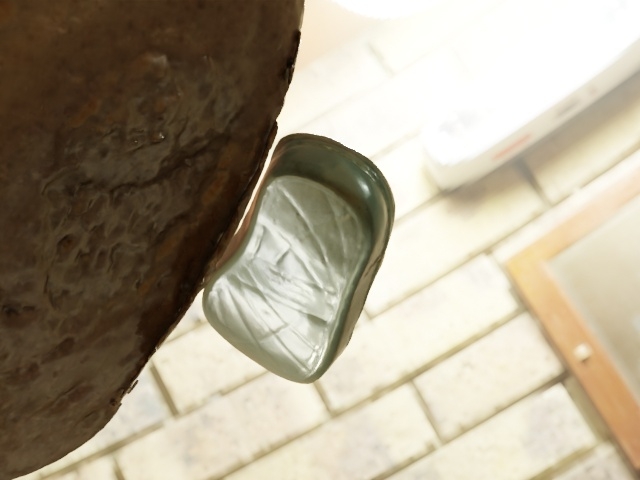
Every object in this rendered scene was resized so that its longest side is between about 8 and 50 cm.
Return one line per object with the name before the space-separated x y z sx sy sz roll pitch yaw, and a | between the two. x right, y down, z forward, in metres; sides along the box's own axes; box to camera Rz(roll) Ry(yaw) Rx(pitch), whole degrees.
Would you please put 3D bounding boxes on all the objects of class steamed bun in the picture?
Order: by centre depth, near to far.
steamed bun | -0.166 -0.065 0.681 0.199 0.251 0.301 7 -68 -49

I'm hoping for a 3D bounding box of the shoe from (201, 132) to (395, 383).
shoe | 0.000 0.000 0.812 0.078 0.079 0.195 -50 -8 -28
